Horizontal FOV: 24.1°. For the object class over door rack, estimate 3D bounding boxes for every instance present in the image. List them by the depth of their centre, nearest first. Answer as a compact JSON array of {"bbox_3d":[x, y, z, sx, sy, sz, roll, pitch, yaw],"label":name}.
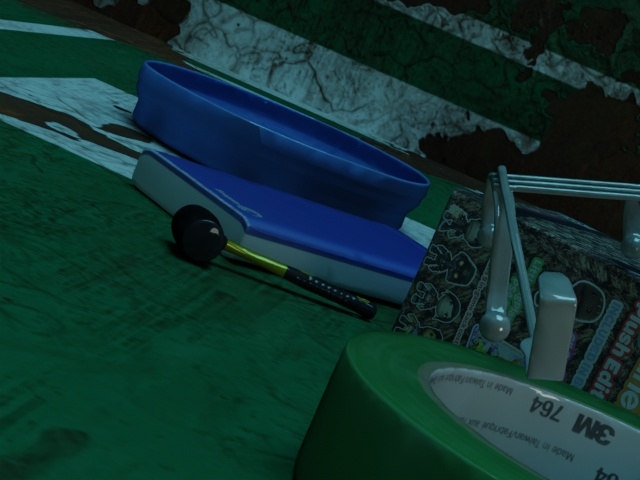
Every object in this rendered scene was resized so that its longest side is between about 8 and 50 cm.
[{"bbox_3d":[0.230,0.039,0.974,0.239,0.108,0.324,3,16,0],"label":"over door rack"}]

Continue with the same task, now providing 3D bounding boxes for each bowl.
[{"bbox_3d":[-0.053,-0.116,1.886,0.391,0.077,0.391,22,9,-4],"label":"bowl"}]

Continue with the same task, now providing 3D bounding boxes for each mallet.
[{"bbox_3d":[-0.035,0.025,1.237,0.189,0.039,0.062,26,7,-11],"label":"mallet"}]

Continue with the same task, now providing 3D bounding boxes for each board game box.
[{"bbox_3d":[0.245,0.088,1.223,0.291,0.141,0.232,28,10,29],"label":"board game box"}]

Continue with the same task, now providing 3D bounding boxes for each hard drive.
[{"bbox_3d":[0.000,0.000,1.441,0.318,0.040,0.210,17,11,-38],"label":"hard drive"}]

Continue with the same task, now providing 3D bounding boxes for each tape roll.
[{"bbox_3d":[0.146,0.151,0.802,0.321,0.077,0.321,23,9,-4],"label":"tape roll"}]
